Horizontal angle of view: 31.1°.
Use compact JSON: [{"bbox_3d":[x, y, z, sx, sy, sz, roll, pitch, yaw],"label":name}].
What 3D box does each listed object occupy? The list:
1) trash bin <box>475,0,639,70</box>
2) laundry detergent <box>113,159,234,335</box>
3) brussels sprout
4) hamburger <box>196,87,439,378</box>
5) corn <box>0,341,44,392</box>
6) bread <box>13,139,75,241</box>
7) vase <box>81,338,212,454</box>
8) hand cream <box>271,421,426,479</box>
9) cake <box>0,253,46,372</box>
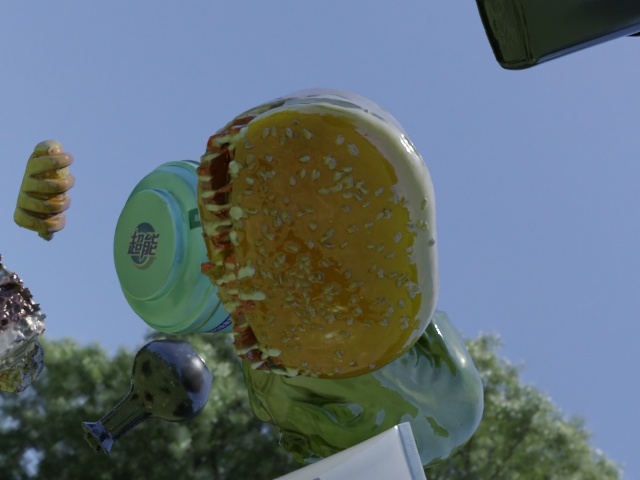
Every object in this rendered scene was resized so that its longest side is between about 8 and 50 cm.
[{"bbox_3d":[0.379,-0.372,1.654,0.182,0.290,0.209,-156,-135,-74],"label":"trash bin"},{"bbox_3d":[-0.170,0.016,1.919,0.287,0.305,0.287,-5,-97,47],"label":"laundry detergent"},{"bbox_3d":[0.054,0.159,1.461,0.328,0.328,0.247,18,-88,43],"label":"brussels sprout"},{"bbox_3d":[0.000,0.000,1.092,0.227,0.151,0.295,-1,-64,15],"label":"hamburger"},{"bbox_3d":[-0.552,0.144,1.743,0.289,0.098,0.098,22,-41,16],"label":"corn"},{"bbox_3d":[-0.472,-0.085,1.979,0.084,0.119,0.177,14,-79,-1],"label":"bread"},{"bbox_3d":[-0.234,0.215,1.534,0.120,0.183,0.120,43,-20,21],"label":"vase"},{"bbox_3d":[0.000,0.242,0.944,0.083,0.247,0.133,-32,-107,54],"label":"hand cream"},{"bbox_3d":[-0.440,0.103,1.446,0.147,0.135,0.134,46,-49,6],"label":"cake"}]
